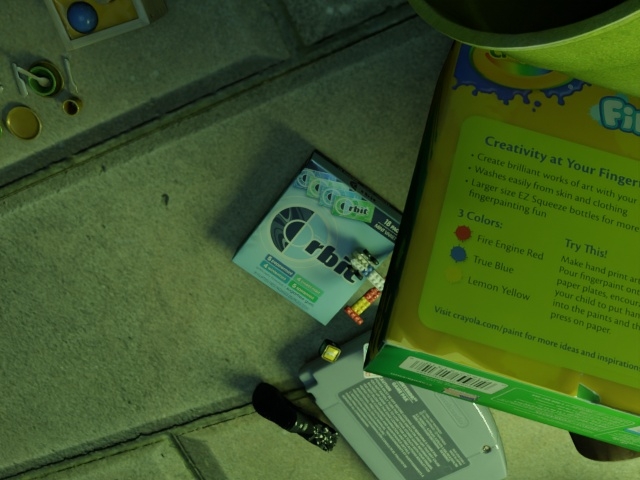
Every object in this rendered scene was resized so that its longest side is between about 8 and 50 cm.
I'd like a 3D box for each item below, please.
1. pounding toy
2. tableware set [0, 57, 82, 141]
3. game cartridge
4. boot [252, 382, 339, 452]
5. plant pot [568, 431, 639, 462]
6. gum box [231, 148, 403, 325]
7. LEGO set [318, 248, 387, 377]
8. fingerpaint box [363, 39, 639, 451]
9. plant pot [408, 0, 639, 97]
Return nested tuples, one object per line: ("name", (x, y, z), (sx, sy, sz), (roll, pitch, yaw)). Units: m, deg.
("pounding toy", (-0.244, -0.297, 0.912), (0.141, 0.100, 0.130), (-13, 114, 15))
("tableware set", (-0.379, -0.174, 1.037), (0.154, 0.024, 0.104), (-4, 116, 10))
("game cartridge", (0.130, 0.249, 1.155), (0.196, 0.060, 0.294), (-29, 109, 24))
("boot", (-0.035, 0.258, 1.177), (0.099, 0.121, 0.045), (36, 83, -40))
("plant pot", (0.348, 0.108, 0.985), (0.215, 0.215, 0.230), (-31, 93, 21))
("gum box", (0.000, 0.000, 1.056), (0.157, 0.041, 0.184), (36, 115, -10))
("LEGO set", (0.120, 0.098, 1.031), (0.245, 0.060, 0.182), (-3, 105, -8))
("fingerpaint box", (0.307, 0.010, 0.835), (0.445, 0.370, 0.163), (16, 161, 0))
("plant pot", (0.307, -0.253, 0.633), (0.353, 0.366, 0.366), (19, 123, -38))
